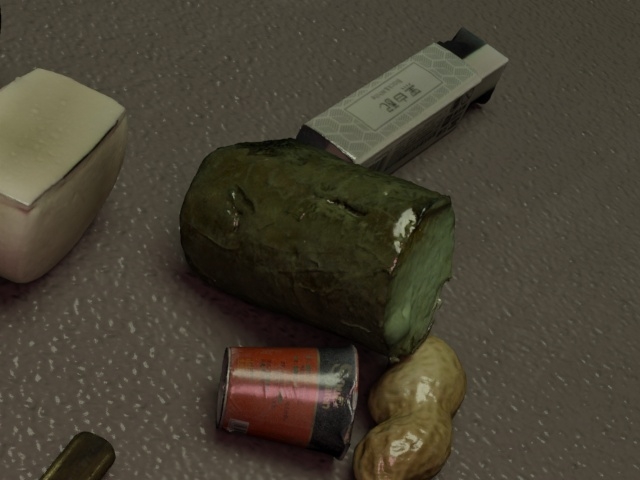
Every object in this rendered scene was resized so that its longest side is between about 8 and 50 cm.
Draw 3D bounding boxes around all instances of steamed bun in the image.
[{"bbox_3d":[-0.321,-0.060,1.509,0.146,0.164,0.242,27,42,6],"label":"steamed bun"}]

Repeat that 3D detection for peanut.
[{"bbox_3d":[0.098,0.193,1.511,0.104,0.086,0.228,16,42,4],"label":"peanut"}]

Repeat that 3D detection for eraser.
[{"bbox_3d":[0.110,-0.172,1.889,0.096,0.098,0.404,37,42,15],"label":"eraser"}]

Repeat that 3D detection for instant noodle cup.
[{"bbox_3d":[-0.037,0.162,1.460,0.135,0.127,0.127,7,43,-7],"label":"instant noodle cup"}]

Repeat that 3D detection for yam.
[{"bbox_3d":[0.000,0.000,1.547,0.300,0.195,0.195,22,35,32],"label":"yam"}]

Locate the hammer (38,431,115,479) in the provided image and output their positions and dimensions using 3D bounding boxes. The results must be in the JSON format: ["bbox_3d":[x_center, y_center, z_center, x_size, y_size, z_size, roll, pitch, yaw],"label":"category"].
[{"bbox_3d":[-0.311,0.314,1.211,0.168,0.044,0.440,29,41,7],"label":"hammer"}]
